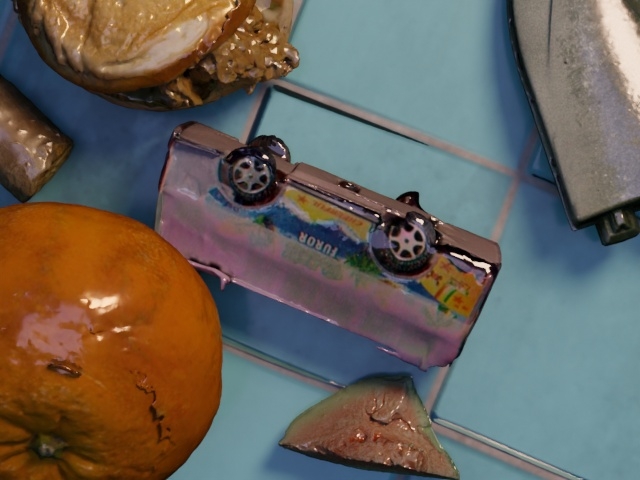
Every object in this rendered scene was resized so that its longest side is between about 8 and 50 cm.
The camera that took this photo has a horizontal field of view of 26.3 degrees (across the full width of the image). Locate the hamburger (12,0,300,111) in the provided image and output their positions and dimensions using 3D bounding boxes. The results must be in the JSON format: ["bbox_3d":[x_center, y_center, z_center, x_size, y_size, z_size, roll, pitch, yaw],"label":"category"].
[{"bbox_3d":[-0.146,-0.236,1.229,0.286,0.146,0.243,25,87,9],"label":"hamburger"}]

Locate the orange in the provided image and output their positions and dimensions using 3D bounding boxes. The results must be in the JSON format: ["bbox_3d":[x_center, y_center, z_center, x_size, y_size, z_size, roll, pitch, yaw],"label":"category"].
[{"bbox_3d":[-0.221,0.099,1.186,0.284,0.226,0.284,4,133,4],"label":"orange"}]

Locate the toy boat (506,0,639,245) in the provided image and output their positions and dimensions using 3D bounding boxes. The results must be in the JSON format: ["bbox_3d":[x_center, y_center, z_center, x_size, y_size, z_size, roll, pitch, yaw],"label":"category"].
[{"bbox_3d":[0.250,-0.160,1.233,0.141,0.092,0.319,-18,84,5],"label":"toy boat"}]

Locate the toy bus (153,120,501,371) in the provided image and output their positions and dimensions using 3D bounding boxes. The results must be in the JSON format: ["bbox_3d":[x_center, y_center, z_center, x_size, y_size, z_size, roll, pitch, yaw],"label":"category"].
[{"bbox_3d":[0.000,0.000,1.248,0.317,0.112,0.138,22,104,4],"label":"toy bus"}]

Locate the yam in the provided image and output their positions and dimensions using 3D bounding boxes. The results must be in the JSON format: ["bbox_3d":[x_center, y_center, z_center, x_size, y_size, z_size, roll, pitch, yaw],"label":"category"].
[{"bbox_3d":[-0.378,-0.179,1.278,0.356,0.081,0.081,43,94,0],"label":"yam"}]

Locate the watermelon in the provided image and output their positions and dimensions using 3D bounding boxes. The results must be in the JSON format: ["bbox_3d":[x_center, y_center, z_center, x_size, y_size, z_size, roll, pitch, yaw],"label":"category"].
[{"bbox_3d":[0.042,0.175,1.270,0.155,0.080,0.101,-5,82,19],"label":"watermelon"}]
